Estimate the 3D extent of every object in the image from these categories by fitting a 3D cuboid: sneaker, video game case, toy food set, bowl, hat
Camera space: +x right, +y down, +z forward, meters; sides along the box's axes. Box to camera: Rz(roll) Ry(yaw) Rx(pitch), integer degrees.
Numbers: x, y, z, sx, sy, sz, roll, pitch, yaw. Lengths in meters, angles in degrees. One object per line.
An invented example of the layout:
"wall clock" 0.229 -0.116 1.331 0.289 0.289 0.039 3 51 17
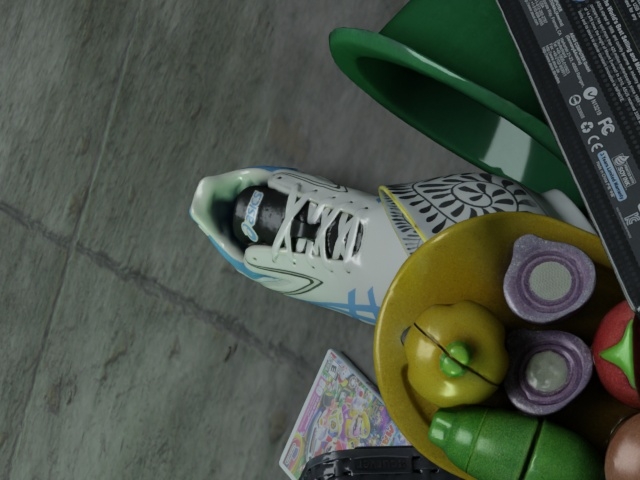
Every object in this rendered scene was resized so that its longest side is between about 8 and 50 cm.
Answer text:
"sneaker" 0.000 0.000 1.076 0.237 0.086 0.085 12 88 54
"video game case" 0.020 0.133 1.068 0.122 0.011 0.087 43 114 51
"toy food set" 0.128 0.068 0.765 0.071 0.218 0.128 -24 -45 -87
"bowl" 0.107 0.025 0.890 0.080 0.170 0.170 -31 44 -2
"hat" 0.117 -0.137 0.921 0.208 0.173 0.183 29 84 29

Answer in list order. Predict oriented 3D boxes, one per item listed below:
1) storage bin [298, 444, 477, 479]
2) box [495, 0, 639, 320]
"storage bin" 0.046 0.167 0.873 0.180 0.122 0.084 109 159 -65
"box" 0.197 -0.105 0.767 0.216 0.060 0.270 -26 53 11
